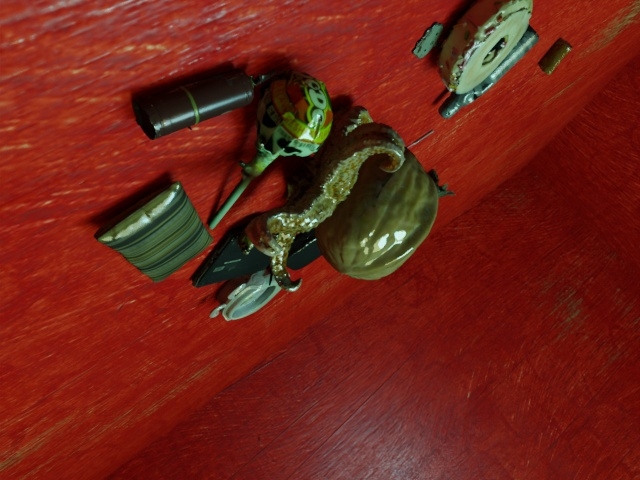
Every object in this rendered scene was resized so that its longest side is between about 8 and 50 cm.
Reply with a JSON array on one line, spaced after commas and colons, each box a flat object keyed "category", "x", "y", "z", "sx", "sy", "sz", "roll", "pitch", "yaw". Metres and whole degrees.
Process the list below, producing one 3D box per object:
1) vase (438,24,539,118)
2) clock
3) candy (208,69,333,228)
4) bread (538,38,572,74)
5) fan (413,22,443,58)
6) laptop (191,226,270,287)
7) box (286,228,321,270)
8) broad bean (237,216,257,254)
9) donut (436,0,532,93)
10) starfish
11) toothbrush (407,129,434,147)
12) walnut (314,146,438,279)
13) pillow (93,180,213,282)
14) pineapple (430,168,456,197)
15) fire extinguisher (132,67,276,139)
[{"category": "vase", "x": 0.312, "y": -0.320, "z": 0.826, "sx": 0.211, "sy": 0.060, "sz": 0.060, "roll": -44, "pitch": 165, "yaw": 23}, {"category": "clock", "x": -0.167, "y": 0.118, "z": 0.982, "sx": 0.151, "sy": 0.062, "sz": 0.191, "roll": -44, "pitch": 164, "yaw": 23}, {"category": "candy", "x": -0.088, "y": -0.094, "z": 0.553, "sx": 0.083, "sy": 0.091, "sz": 0.305, "roll": 1, "pitch": 155, "yaw": -37}, {"category": "bread", "x": 0.599, "y": -0.471, "z": 1.100, "sx": 0.036, "sy": 0.047, "sz": 0.083, "roll": 0, "pitch": 148, "yaw": -18}, {"category": "fan", "x": 0.169, "y": -0.299, "z": 0.648, "sx": 0.083, "sy": 0.004, "sz": 0.056, "roll": -21, "pitch": 155, "yaw": -51}, {"category": "laptop", "x": -0.137, "y": 0.023, "z": 0.837, "sx": 0.154, "sy": 0.026, "sz": 0.207, "roll": -46, "pitch": 164, "yaw": 27}, {"category": "box", "x": 0.000, "y": 0.000, "z": 1.071, "sx": 0.212, "sy": 0.042, "sz": 0.201, "roll": -37, "pitch": 166, "yaw": -2}, {"category": "broad bean", "x": -0.061, "y": -0.033, "z": 0.797, "sx": 0.256, "sy": 0.052, "sz": 0.052, "roll": -25, "pitch": 161, "yaw": -50}, {"category": "donut", "x": 0.253, "y": -0.316, "z": 0.676, "sx": 0.175, "sy": 0.068, "sz": 0.174, "roll": -37, "pitch": 164, "yaw": -13}, {"category": "starfish", "x": -0.010, "y": -0.056, "z": 0.599, "sx": 0.303, "sy": 0.113, "sz": 0.312, "roll": -54, "pitch": -172, "yaw": 26}, {"category": "toothbrush", "x": 0.227, "y": -0.229, "z": 0.993, "sx": 0.097, "sy": 0.008, "sz": 0.006, "roll": -36, "pitch": 179, "yaw": -14}, {"category": "walnut", "x": 0.095, "y": -0.051, "z": 0.777, "sx": 0.225, "sy": 0.225, "sz": 0.261, "roll": 100, "pitch": 15, "yaw": -69}, {"category": "pillow", "x": -0.206, "y": -0.004, "z": 0.569, "sx": 0.113, "sy": 0.038, "sz": 0.203, "roll": -38, "pitch": 167, "yaw": -15}, {"category": "pineapple", "x": 0.291, "y": -0.094, "z": 1.357, "sx": 0.277, "sy": 0.119, "sz": 0.130, "roll": -43, "pitch": 146, "yaw": 10}, {"category": "fire extinguisher", "x": -0.107, "y": -0.134, "z": 0.410, "sx": 0.132, "sy": 0.039, "sz": 0.056, "roll": -32, "pitch": -163, "yaw": -28}]
